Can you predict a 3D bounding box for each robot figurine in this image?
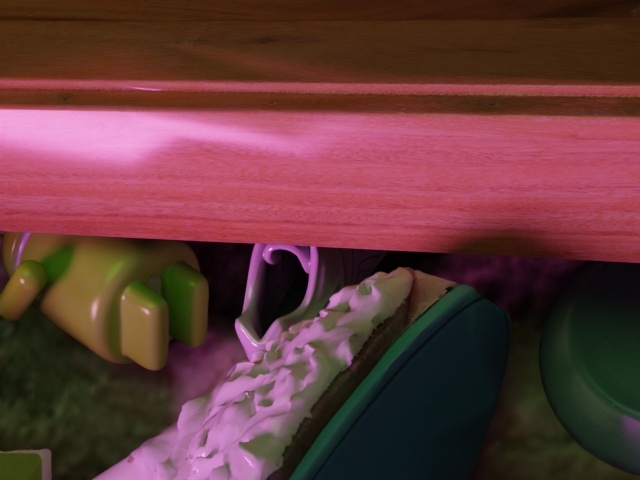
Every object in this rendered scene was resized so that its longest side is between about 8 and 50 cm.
[{"bbox_3d":[-0.103,0.014,0.700,0.101,0.067,0.115,-30,48,-35],"label":"robot figurine"}]

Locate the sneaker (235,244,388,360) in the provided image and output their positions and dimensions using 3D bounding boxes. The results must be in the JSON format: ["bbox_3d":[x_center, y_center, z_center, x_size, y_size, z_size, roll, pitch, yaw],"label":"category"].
[{"bbox_3d":[0.000,0.000,0.680,0.053,0.061,0.152,2,59,22],"label":"sneaker"}]

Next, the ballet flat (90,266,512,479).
[{"bbox_3d":[-0.069,0.166,0.547,0.147,0.147,0.409,18,66,27],"label":"ballet flat"}]

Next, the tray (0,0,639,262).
[{"bbox_3d":[0.017,-0.084,0.673,0.410,0.076,0.203,3,37,19],"label":"tray"}]

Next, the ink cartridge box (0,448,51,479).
[{"bbox_3d":[-0.243,0.183,0.602,0.255,0.097,0.189,4,67,-24],"label":"ink cartridge box"}]

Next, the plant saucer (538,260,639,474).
[{"bbox_3d":[0.150,0.041,0.627,0.119,0.021,0.119,-8,57,13],"label":"plant saucer"}]
